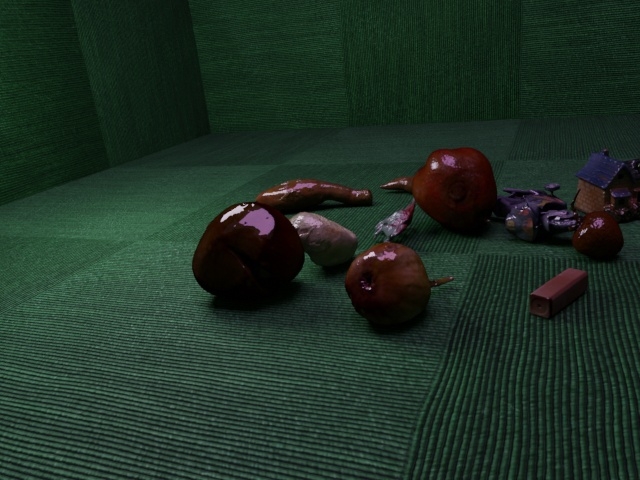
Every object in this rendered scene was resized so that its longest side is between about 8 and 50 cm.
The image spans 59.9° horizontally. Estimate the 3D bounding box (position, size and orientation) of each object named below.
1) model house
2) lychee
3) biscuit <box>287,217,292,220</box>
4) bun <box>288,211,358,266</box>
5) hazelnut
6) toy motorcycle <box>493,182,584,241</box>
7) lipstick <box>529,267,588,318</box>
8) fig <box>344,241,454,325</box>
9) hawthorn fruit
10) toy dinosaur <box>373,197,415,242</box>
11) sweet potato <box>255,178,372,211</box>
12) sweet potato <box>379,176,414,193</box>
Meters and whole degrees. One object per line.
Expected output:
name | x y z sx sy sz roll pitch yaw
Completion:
model house | 0.802 -0.156 1.480 0.183 0.172 0.166 -8 19 -6
lychee | 0.612 -0.023 1.248 0.101 0.114 0.140 12 28 -53
biscuit | -0.177 -0.054 1.711 0.247 0.028 0.118 8 18 36
bun | 0.000 0.000 1.340 0.164 0.111 0.188 34 9 31
hazelnut | -0.161 0.031 1.236 0.252 0.217 0.217 -27 16 14
toy motorcycle | 0.544 -0.074 1.434 0.174 0.108 0.307 -11 17 2
lipstick | 0.457 0.099 1.062 0.145 0.045 0.045 -22 23 -35
fig | 0.174 0.082 1.102 0.257 0.159 0.159 1 12 -37
hawthorn fruit | 0.372 -0.125 1.490 0.224 0.224 0.260 -13 54 -17
toy dinosaur | 0.223 -0.062 1.494 0.242 0.053 0.167 -42 5 -31
sweet potato | -0.023 -0.152 1.831 0.386 0.109 0.109 -5 20 2
sweet potato | 0.331 -0.181 1.860 0.281 0.059 0.067 9 60 44
